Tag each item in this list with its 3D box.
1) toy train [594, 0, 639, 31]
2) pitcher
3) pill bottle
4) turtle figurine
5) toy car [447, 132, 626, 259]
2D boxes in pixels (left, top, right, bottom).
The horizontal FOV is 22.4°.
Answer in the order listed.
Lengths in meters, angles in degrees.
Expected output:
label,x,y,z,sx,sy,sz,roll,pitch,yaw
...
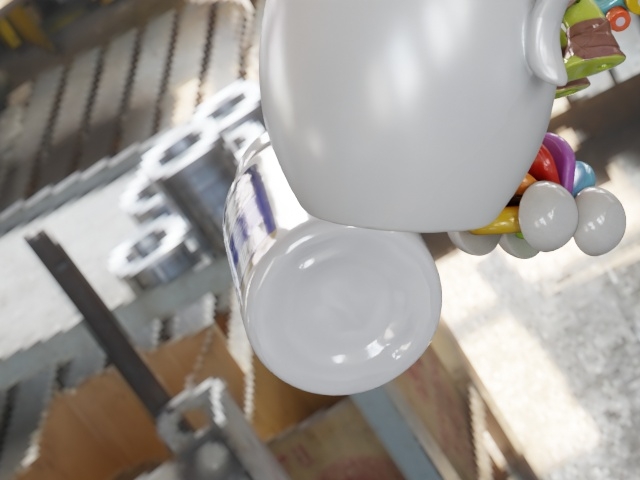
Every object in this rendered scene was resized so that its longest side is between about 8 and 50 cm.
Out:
label,x,y,z,sx,sy,sz,roll,pitch,yaw
toy train,0.255,-0.188,1.220,0.166,0.046,0.125,-8,44,42
pitcher,0.058,-0.107,0.655,0.177,0.207,0.125,15,17,42
pill bottle,0.000,0.000,0.955,0.112,0.112,0.187,-30,26,6
turtle figurine,0.145,-0.211,1.180,0.087,0.217,0.269,-14,-7,-29
toy car,0.233,-0.051,1.752,0.159,0.182,0.136,-4,83,49
